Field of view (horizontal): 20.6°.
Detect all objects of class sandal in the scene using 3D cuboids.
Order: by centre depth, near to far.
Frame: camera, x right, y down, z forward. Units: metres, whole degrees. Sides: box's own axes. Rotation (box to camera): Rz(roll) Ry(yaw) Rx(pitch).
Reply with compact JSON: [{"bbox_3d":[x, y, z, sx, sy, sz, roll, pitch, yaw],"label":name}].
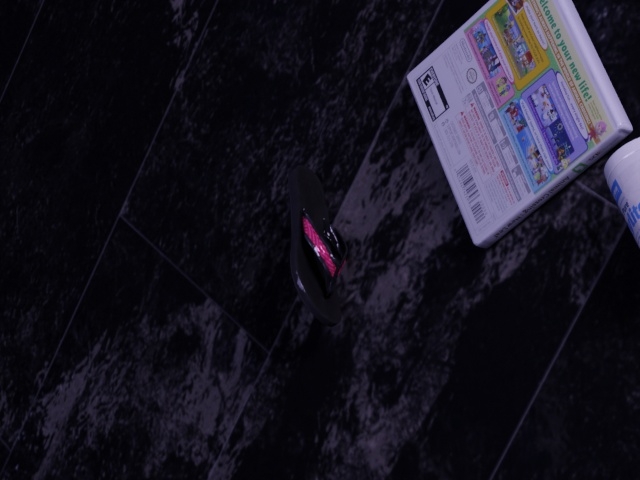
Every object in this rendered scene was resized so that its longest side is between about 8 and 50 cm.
[{"bbox_3d":[0.000,0.000,1.797,0.040,0.067,0.179,-21,62,29],"label":"sandal"}]

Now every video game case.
[{"bbox_3d":[0.183,-0.131,1.667,0.193,0.023,0.212,-41,53,32],"label":"video game case"}]

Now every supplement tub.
[{"bbox_3d":[0.292,-0.029,1.493,0.071,0.071,0.107,-44,52,30],"label":"supplement tub"}]
